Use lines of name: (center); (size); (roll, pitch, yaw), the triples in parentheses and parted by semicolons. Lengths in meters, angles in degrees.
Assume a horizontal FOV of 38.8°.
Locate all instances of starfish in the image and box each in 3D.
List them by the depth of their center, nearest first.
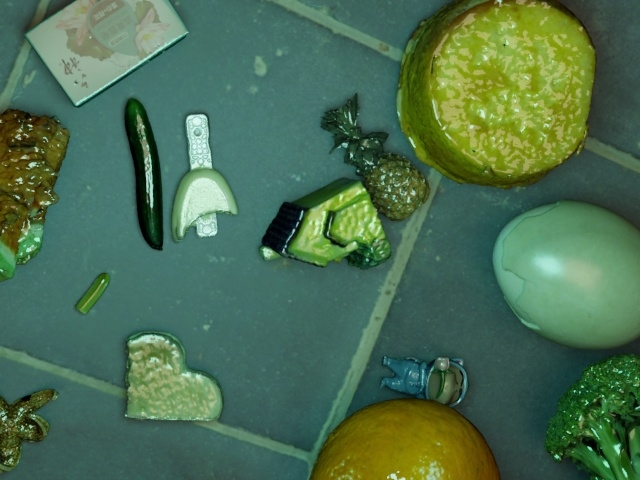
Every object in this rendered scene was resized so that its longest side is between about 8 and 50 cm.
starfish: (-0.562, 0.322, 1.646); (0.190, 0.074, 0.146); (-44, 105, -5)

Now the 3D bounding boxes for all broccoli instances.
broccoli: (0.631, 0.389, 1.805); (0.310, 0.321, 0.414); (-26, 148, -43)

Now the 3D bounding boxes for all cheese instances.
cheese: (-0.222, -0.117, 1.684); (0.127, 0.050, 0.235); (-7, 97, -9)

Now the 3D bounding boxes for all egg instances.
egg: (0.481, 0.058, 1.741); (0.336, 0.278, 0.278); (28, 90, -17)

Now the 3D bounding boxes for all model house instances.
model house: (0.000, 0.000, 1.673); (0.211, 0.194, 0.170); (-23, 103, -10)

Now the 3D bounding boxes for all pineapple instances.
pineapple: (0.096, -0.154, 1.722); (0.125, 0.125, 0.251); (-40, 97, -5)

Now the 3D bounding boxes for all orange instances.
orange: (0.149, 0.502, 1.674); (0.326, 0.424, 0.424); (1, 99, 31)

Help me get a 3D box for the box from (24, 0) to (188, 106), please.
box: (-0.373, -0.361, 1.600); (0.244, 0.092, 0.153); (-36, 103, -7)

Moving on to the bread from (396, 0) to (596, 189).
bread: (0.332, -0.294, 1.705); (0.397, 0.215, 0.399); (0, 93, -9)

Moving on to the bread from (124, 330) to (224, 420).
bread: (-0.294, 0.277, 1.706); (0.172, 0.064, 0.232); (-46, 102, -4)

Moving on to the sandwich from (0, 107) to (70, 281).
sandwich: (-0.533, -0.087, 1.573); (0.301, 0.250, 0.162); (-59, 148, -10)

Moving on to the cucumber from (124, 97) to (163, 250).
cucumber: (-0.318, -0.118, 1.661); (0.056, 0.056, 0.285); (-9, 99, -11)

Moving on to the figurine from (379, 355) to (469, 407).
figurine: (0.209, 0.275, 1.783); (0.178, 0.144, 0.114); (10, 79, -2)

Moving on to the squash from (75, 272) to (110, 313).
squash: (-0.417, 0.096, 1.677); (0.027, 0.027, 0.083); (39, 87, -14)
